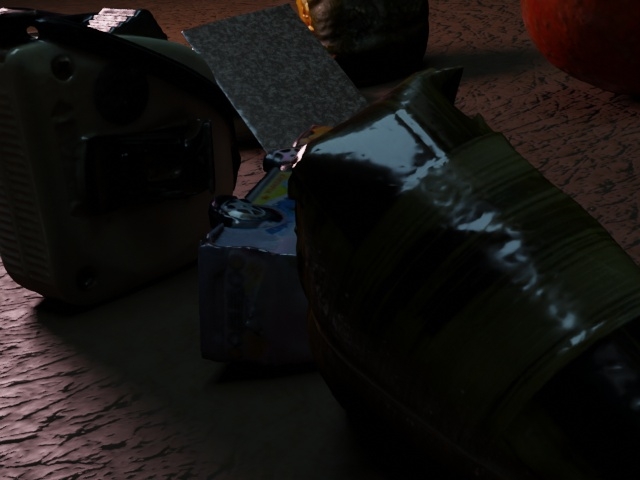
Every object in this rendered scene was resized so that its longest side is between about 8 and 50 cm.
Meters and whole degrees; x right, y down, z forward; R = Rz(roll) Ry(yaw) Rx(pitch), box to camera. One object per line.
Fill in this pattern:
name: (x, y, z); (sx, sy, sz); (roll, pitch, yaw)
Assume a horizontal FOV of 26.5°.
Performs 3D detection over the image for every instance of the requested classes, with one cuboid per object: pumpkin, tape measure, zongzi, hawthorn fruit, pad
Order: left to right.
tape measure: (-0.177, -0.099, 1.183); (0.231, 0.271, 0.133); (-26, 24, -37)
pad: (-0.046, -0.192, 1.614); (0.158, 0.003, 0.235); (-19, 57, -27)
pumpkin: (0.020, -0.302, 1.932); (0.280, 0.139, 0.190); (4, 22, 42)
zongzi: (0.092, 0.096, 0.727); (0.134, 0.288, 0.286); (-27, 61, -24)
hawthorn fruit: (0.380, -0.285, 1.487); (0.287, 0.287, 0.330); (-16, 29, -18)

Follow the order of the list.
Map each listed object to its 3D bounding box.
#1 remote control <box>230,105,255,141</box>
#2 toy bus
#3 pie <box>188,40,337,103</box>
remote control: (-0.162, -0.130, 1.661); (0.233, 0.038, 0.098); (-12, 18, -10)
toy bus: (0.000, 0.000, 1.068); (0.138, 0.112, 0.317); (5, 21, 11)
pie: (-0.127, -0.219, 1.768); (0.308, 0.085, 0.308); (-11, 8, 1)
